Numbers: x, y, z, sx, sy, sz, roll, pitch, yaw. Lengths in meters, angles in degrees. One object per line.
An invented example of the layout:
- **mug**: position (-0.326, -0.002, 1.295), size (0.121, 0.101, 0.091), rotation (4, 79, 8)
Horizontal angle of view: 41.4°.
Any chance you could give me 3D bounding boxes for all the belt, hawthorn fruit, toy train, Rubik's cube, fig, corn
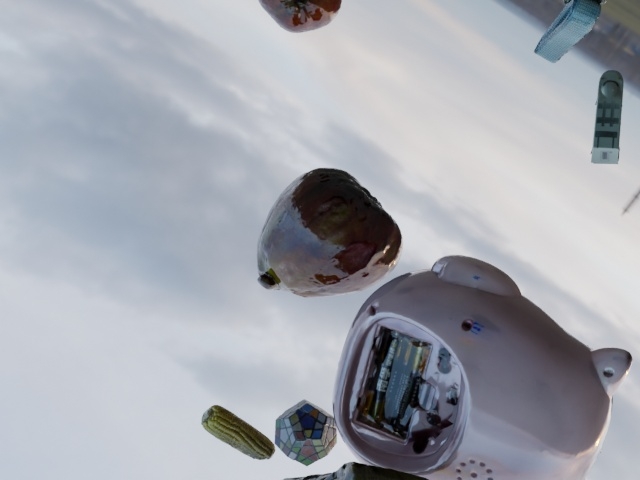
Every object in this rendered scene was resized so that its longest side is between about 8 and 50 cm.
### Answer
- **belt**: position (0.417, -0.366, 1.423), size (0.065, 0.100, 0.179), rotation (26, 163, -4)
- **hawthorn fruit**: position (-0.037, -0.466, 1.526), size (0.162, 0.163, 0.203), rotation (27, -155, -17)
- **toy train**: position (0.548, -0.249, 1.610), size (0.052, 0.051, 0.234), rotation (5, -122, 18)
- **Rubik's cube**: position (-0.025, 0.324, 1.433), size (0.093, 0.111, 0.111), rotation (-2, -143, -38)
- **fig**: position (0.010, -0.008, 1.460), size (0.224, 0.263, 0.224), rotation (29, -125, -53)
- **corn**: position (-0.186, 0.445, 1.944), size (0.203, 0.072, 0.072), rotation (39, -165, -26)

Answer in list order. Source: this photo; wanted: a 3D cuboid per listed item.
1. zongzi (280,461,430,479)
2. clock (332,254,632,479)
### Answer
- **zongzi**: position (0.016, 0.429, 1.065), size (0.145, 0.300, 0.274), rotation (17, -114, -28)
- **clock**: position (0.212, 0.217, 1.196), size (0.376, 0.369, 0.250), rotation (19, -167, 22)
